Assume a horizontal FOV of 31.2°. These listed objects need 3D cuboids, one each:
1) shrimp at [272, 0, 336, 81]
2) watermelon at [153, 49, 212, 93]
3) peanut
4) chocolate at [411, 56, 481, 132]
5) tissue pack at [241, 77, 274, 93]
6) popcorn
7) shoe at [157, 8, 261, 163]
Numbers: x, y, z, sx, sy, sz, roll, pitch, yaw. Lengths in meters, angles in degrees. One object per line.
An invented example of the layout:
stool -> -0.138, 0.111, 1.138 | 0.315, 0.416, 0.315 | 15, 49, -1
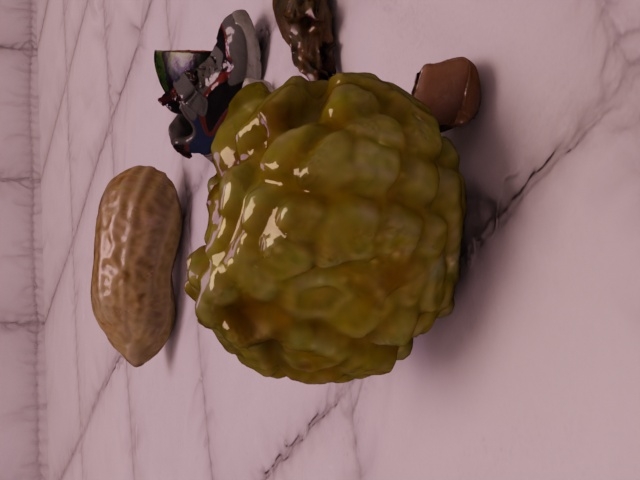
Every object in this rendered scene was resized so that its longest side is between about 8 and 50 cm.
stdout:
shrimp -> -0.011, -0.244, 1.234 | 0.117, 0.066, 0.262 | 114, 149, -43
watermelon -> -0.171, -0.246, 1.623 | 0.094, 0.135, 0.125 | -57, -6, -41
peanut -> -0.292, 0.043, 1.825 | 0.153, 0.140, 0.325 | -97, 11, -76
chocolate -> 0.109, -0.119, 0.952 | 0.100, 0.031, 0.065 | 178, 101, -69
tissue pack -> -0.082, -0.153, 1.432 | 0.062, 0.042, 0.083 | -114, 34, -54
popcorn -> 0.005, -0.010, 0.944 | 0.270, 0.224, 0.258 | 144, 132, -81
shoe -> -0.154, -0.203, 1.515 | 0.099, 0.125, 0.228 | -112, 31, -53
